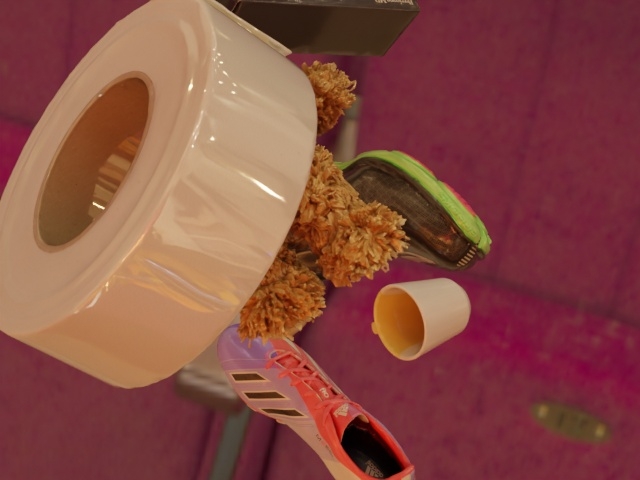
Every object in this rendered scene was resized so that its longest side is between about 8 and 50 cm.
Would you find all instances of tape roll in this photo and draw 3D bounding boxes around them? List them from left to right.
[{"bbox_3d":[-0.130,-0.039,1.215,0.100,0.286,0.286,30,34,-29],"label":"tape roll"}]

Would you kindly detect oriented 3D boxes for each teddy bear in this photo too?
[{"bbox_3d":[-0.070,-0.058,1.449,0.245,0.113,0.338,-27,58,11],"label":"teddy bear"}]

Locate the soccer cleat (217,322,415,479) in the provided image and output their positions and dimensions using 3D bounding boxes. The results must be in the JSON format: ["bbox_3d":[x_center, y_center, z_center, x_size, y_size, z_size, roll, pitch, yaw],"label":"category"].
[{"bbox_3d":[-0.001,0.161,1.592,0.083,0.095,0.248,-37,74,-27],"label":"soccer cleat"}]

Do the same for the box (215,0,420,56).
[{"bbox_3d":[-0.035,-0.323,1.970,0.261,0.103,0.184,-3,63,-35],"label":"box"}]

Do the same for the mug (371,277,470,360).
[{"bbox_3d":[0.082,0.056,1.328,0.064,0.062,0.078,-16,30,-37],"label":"mug"}]

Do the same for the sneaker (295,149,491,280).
[{"bbox_3d":[0.000,0.000,2.022,0.483,0.185,0.202,5,60,40],"label":"sneaker"}]
